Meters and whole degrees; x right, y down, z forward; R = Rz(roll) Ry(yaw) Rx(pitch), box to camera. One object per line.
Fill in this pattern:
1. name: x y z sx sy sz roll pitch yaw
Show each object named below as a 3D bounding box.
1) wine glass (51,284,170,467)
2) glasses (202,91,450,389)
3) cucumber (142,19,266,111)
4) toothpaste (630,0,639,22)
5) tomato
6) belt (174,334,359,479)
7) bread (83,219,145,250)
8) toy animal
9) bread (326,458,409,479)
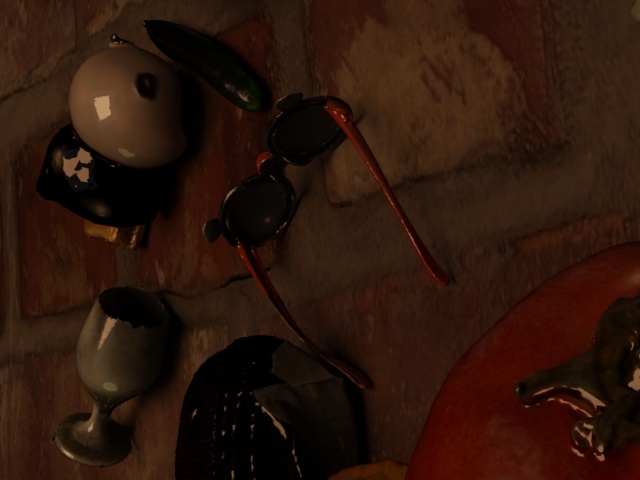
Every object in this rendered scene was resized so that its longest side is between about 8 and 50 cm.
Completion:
1. wine glass: -0.290 0.190 1.409 0.126 0.126 0.241 45 123 42
2. glasses: 0.000 0.000 1.080 0.234 0.118 0.268 -55 49 31
3. cucumber: -0.153 -0.240 1.331 0.284 0.056 0.056 40 117 41
4. toothpaste: 0.336 -0.159 0.752 0.255 0.037 0.067 44 120 47
5. tomato: 0.220 0.156 0.648 0.325 0.290 0.293 -42 45 -17
6. belt: -0.051 0.245 1.067 0.164 0.184 0.289 -27 66 59
7. bread: -0.307 -0.029 1.499 0.132 0.053 0.074 11 92 50
8. toy animal: -0.274 -0.150 1.380 0.187 0.165 0.235 49 121 38
9. bread: 0.040 0.368 0.815 0.358 0.204 0.337 50 119 35
